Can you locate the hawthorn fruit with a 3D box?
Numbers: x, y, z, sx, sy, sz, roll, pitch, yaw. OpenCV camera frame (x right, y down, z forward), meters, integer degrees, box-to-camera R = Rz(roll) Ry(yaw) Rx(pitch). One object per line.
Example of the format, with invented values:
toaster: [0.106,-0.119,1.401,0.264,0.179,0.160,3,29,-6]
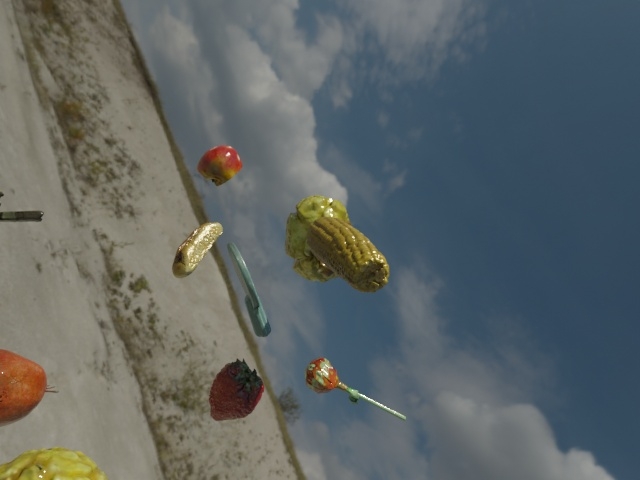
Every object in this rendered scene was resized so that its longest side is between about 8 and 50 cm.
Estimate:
hawthorn fruit: [-0.869,0.417,1.350,0.211,0.299,0.212,-13,-115,30]

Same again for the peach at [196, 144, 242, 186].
peach: [-0.333,-0.255,1.610,0.151,0.151,0.119,47,-53,43]

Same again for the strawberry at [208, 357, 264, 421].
strawberry: [-0.214,0.383,1.219,0.131,0.131,0.148,52,-56,38]

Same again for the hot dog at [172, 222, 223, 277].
hot dog: [-0.405,0.019,1.561,0.084,0.243,0.073,-22,-62,41]

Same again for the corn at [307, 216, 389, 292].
corn: [0.057,0.023,1.135,0.363,0.120,0.121,-140,-138,-64]

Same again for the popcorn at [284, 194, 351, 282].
popcorn: [0.000,0.000,1.500,0.258,0.223,0.271,95,-9,-63]

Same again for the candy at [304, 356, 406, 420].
candy: [0.091,0.390,1.241,0.287,0.084,0.078,26,-46,-1]

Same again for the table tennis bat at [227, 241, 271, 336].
table tennis bat: [-0.163,0.116,1.092,0.153,0.040,0.244,39,-32,61]

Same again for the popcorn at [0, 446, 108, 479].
popcorn: [-0.546,0.541,0.937,0.282,0.282,0.247,44,-19,46]

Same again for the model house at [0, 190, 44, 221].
model house: [-0.917,-0.100,1.290,0.218,0.278,0.205,101,-10,-81]
